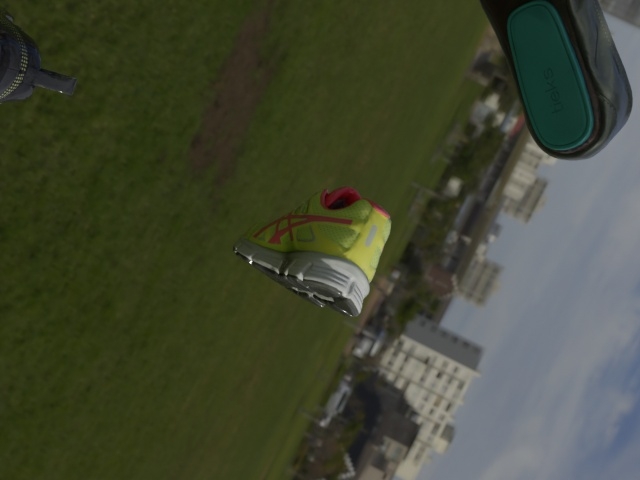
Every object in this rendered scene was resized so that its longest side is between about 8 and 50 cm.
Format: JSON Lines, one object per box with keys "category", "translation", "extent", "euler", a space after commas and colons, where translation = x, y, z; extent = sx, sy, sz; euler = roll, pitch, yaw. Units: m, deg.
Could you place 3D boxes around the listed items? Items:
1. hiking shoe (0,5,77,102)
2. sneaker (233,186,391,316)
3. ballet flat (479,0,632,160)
{"category": "hiking shoe", "translation": [-0.237, -0.113, 0.619], "extent": [0.114, 0.227, 0.086], "euler": [21, 94, -43]}
{"category": "sneaker", "translation": [0.000, 0.000, 0.847], "extent": [0.094, 0.081, 0.208], "euler": [-61, -155, -7]}
{"category": "ballet flat", "translation": [0.133, -0.154, 0.633], "extent": [0.072, 0.213, 0.068], "euler": [-12, -170, 42]}
